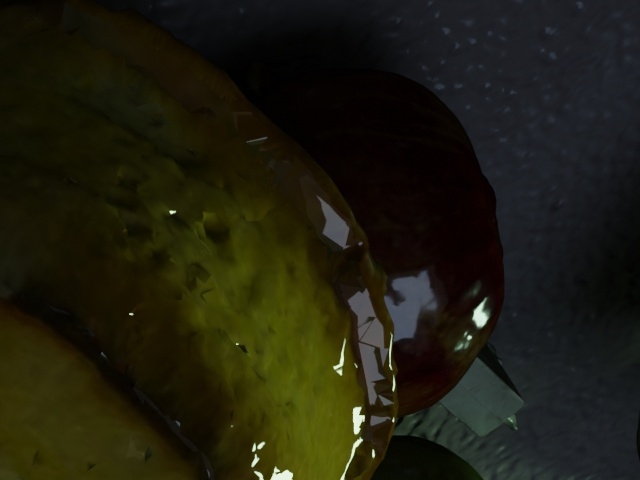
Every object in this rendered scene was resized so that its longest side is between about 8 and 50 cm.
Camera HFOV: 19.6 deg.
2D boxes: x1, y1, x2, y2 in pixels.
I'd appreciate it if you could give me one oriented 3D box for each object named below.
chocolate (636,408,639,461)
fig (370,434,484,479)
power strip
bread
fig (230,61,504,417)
[{"bbox_3d":[0.350,0.091,1.198,0.297,0.314,0.326,-16,163,11],"label":"chocolate"},{"bbox_3d":[-0.003,0.241,1.198,0.314,0.233,0.233,-4,133,-20],"label":"fig"},{"bbox_3d":[0.090,0.082,1.196,0.042,0.075,0.175,-39,137,8],"label":"power strip"},{"bbox_3d":[-0.164,0.074,0.864,0.398,0.215,0.398,7,119,13],"label":"bread"},{"bbox_3d":[0.001,0.001,0.995,0.205,0.205,0.205,-15,137,-15],"label":"fig"}]
